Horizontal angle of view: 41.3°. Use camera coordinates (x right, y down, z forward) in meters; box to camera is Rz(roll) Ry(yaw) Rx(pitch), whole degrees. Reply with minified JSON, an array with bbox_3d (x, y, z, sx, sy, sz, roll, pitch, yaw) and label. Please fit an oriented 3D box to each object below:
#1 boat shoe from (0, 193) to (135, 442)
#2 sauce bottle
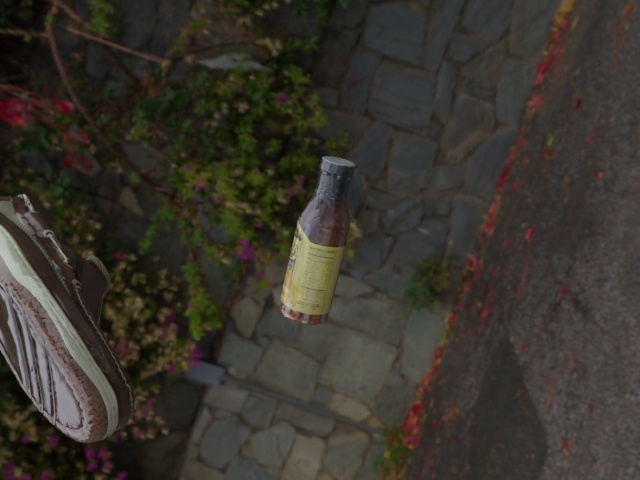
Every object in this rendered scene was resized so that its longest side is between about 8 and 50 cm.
[{"bbox_3d":[-0.200,0.039,0.642,0.095,0.257,0.095,-20,-39,-38],"label":"boat shoe"},{"bbox_3d":[0.000,0.000,0.648,0.042,0.042,0.128,-94,16,-75],"label":"sauce bottle"}]
